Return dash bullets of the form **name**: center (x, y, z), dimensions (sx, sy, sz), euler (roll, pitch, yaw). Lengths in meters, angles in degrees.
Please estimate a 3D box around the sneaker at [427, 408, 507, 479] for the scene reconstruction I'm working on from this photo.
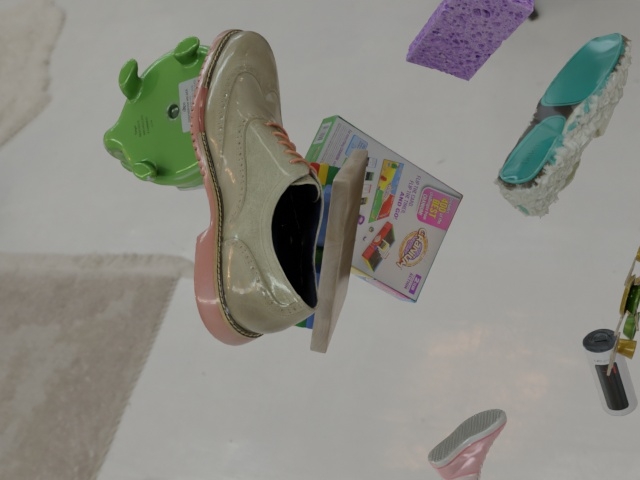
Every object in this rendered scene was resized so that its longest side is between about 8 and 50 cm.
- **sneaker**: center (0.224, 0.306, 1.163), dimensions (0.134, 0.070, 0.051), euler (-34, 17, -13)

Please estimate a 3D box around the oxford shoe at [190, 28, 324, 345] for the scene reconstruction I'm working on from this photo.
- **oxford shoe**: center (-0.057, -0.081, 0.941), dimensions (0.146, 0.140, 0.397), euler (-16, 71, 34)

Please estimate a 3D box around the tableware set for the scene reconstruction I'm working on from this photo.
- **tableware set**: center (0.347, 0.072, 0.874), dimensions (0.024, 0.154, 0.104), euler (16, 44, 26)

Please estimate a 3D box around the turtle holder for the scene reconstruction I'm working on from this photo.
- **turtle holder**: center (-0.221, -0.180, 1.382), dimensions (0.320, 0.227, 0.243), euler (-44, 64, 19)

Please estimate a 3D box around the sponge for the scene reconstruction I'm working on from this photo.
- **sponge**: center (0.227, -0.327, 1.246), dimensions (0.117, 0.210, 0.031), euler (16, 66, -12)

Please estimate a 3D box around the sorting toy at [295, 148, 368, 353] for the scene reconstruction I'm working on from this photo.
- **sorting toy**: center (0.000, 0.000, 1.219), dimensions (0.089, 0.255, 0.257), euler (10, 17, 6)

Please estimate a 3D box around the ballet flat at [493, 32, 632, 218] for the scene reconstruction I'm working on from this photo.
- **ballet flat**: center (0.470, -0.210, 1.518), dimensions (0.147, 0.147, 0.409), euler (26, 71, 38)

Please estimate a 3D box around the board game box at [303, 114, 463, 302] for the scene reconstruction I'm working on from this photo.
- **board game box**: center (0.095, -0.055, 1.527), dimensions (0.242, 0.316, 0.064), euler (-64, 23, -10)

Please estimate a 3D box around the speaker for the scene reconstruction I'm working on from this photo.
- **speaker**: center (0.440, 0.200, 1.213), dimensions (0.055, 0.136, 0.055), euler (-19, 28, 11)
